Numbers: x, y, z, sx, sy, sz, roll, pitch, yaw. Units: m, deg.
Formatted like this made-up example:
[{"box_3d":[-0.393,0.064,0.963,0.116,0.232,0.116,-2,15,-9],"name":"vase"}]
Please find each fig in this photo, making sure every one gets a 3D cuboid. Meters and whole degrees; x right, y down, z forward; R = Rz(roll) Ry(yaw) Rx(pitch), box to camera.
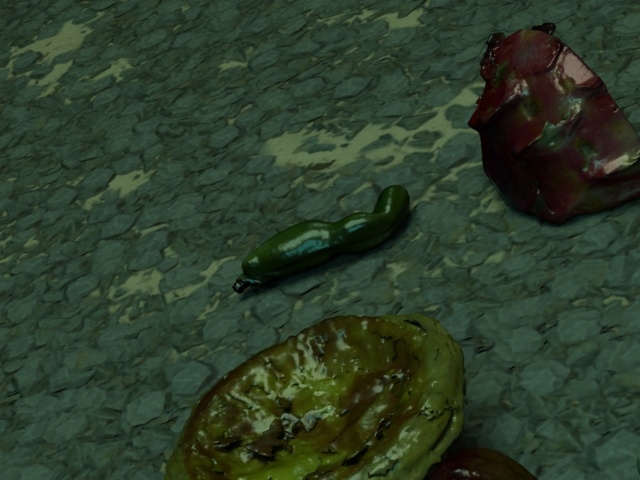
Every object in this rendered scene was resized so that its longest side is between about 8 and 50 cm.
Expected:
[{"box_3d":[0.141,0.235,1.260,0.153,0.119,0.119,40,61,9],"name":"fig"}]

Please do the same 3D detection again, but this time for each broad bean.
[{"box_3d":[0.000,0.000,1.737,0.213,0.048,0.070,-25,32,0],"name":"broad bean"}]

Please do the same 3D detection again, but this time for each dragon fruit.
[{"box_3d":[0.212,-0.131,1.676,0.126,0.161,0.274,-29,33,-11],"name":"dragon fruit"}]

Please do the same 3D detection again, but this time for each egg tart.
[{"box_3d":[0.008,0.177,1.388,0.290,0.115,0.290,-23,27,12],"name":"egg tart"}]

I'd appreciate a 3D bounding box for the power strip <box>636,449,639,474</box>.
[{"box_3d":[0.337,0.204,1.200,0.118,0.046,0.270,-30,33,-4],"name":"power strip"}]
